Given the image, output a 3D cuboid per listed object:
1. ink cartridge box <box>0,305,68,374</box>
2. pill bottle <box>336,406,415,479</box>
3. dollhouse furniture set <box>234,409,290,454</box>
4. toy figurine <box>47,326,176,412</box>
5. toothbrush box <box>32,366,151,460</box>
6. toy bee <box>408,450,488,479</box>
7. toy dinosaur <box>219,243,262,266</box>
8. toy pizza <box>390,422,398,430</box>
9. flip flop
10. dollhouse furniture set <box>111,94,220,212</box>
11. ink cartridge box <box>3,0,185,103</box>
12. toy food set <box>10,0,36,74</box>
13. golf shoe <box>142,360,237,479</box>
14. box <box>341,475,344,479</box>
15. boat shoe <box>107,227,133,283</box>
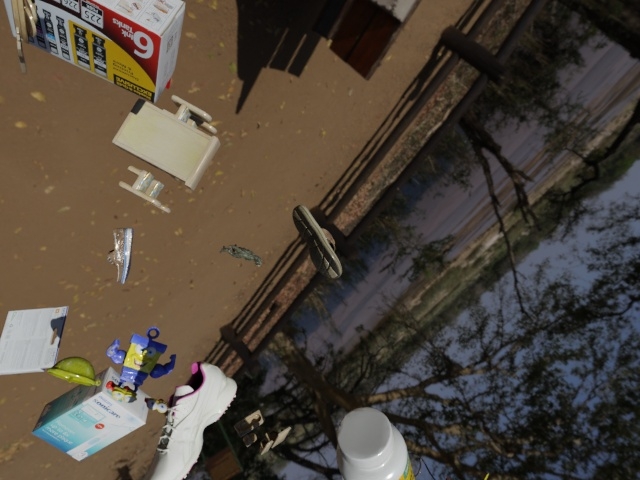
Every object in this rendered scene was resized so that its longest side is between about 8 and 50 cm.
[{"bbox_3d":[-1.003,0.348,1.417,0.224,0.223,0.045,-5,152,2],"label":"ink cartridge box"},{"bbox_3d":[0.092,0.377,0.680,0.117,0.117,0.208,-35,126,-24],"label":"pill bottle"},{"bbox_3d":[-0.229,0.730,1.577,0.144,0.151,0.123,-19,146,-38],"label":"dollhouse furniture set"},{"bbox_3d":[-0.580,0.359,1.231,0.191,0.363,0.217,-28,-142,62],"label":"toy figurine"},{"bbox_3d":[-0.802,0.619,1.441,0.295,0.126,0.216,-30,120,4],"label":"toothbrush box"},{"bbox_3d":[0.399,0.714,1.127,0.195,0.298,0.162,-45,125,9],"label":"toy bee"},{"bbox_3d":[-0.343,0.048,1.685,0.268,0.118,0.064,32,75,-61],"label":"toy dinosaur"},{"bbox_3d":[0.211,0.776,1.561,0.201,0.201,0.032,-49,-178,18],"label":"toy pizza"},{"bbox_3d":[0.000,0.000,1.356,0.080,0.277,0.112,-28,177,-38],"label":"flip flop"},{"bbox_3d":[-0.474,-0.278,1.370,0.362,0.256,0.394,-62,-176,-7],"label":"dollhouse furniture set"},{"bbox_3d":[-0.482,-0.453,0.881,0.272,0.309,0.130,-43,-152,56],"label":"ink cartridge box"},{"bbox_3d":[-0.387,-0.328,0.537,0.039,0.192,0.132,-6,-175,-33],"label":"toy food set"},{"bbox_3d":[-0.324,0.423,0.940,0.115,0.140,0.306,-14,-149,34],"label":"golf shoe"},{"bbox_3d":[0.118,0.600,0.977,0.102,0.087,0.101,-20,141,16],"label":"box"},{"bbox_3d":[-0.646,0.047,1.301,0.066,0.066,0.183,-160,-102,-71],"label":"boat shoe"}]
